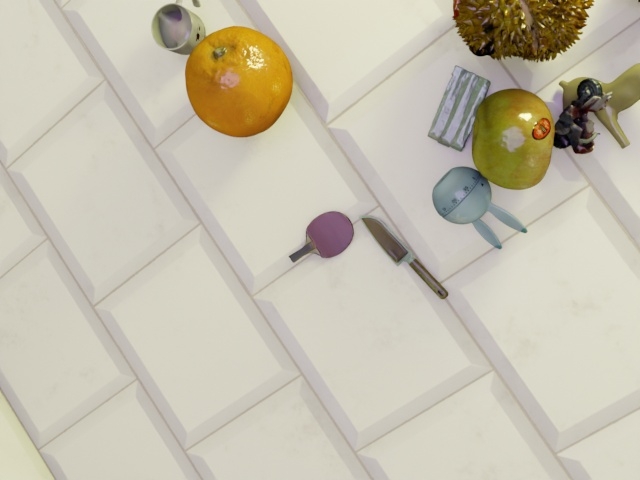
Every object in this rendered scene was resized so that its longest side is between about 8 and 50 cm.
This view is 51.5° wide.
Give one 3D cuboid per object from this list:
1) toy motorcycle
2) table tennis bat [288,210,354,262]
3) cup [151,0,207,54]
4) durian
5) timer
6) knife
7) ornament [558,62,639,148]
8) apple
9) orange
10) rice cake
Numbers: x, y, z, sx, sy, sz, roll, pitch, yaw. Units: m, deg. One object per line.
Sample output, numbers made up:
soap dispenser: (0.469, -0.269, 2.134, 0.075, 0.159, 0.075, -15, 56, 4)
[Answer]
toy motorcycle: (0.672, -0.306, 1.698, 0.122, 0.082, 0.213, 43, 142, 23)
table tennis bat: (0.000, 0.000, 1.989, 0.220, 0.019, 0.130, -34, 85, 14)
cup: (-0.419, -0.647, 1.994, 0.134, 0.142, 0.173, -14, 91, 17)
durian: (0.494, -0.594, 1.636, 0.348, 0.347, 0.384, -21, 54, 16)
timer: (0.428, -0.105, 1.809, 0.255, 0.175, 0.175, 21, 101, -15)
knife: (0.236, 0.047, 1.921, 0.061, 0.027, 0.343, -45, 82, 19)
ornament: (0.755, -0.361, 1.706, 0.230, 0.061, 0.245, -38, 80, 35)
apple: (0.492, -0.257, 1.713, 0.194, 0.261, 0.260, 5, 96, 5)
orange: (-0.231, -0.449, 1.878, 0.312, 0.312, 0.312, 1, 95, 16)
rice cake: (0.383, -0.364, 1.841, 0.124, 0.038, 0.211, 28, 102, 12)
